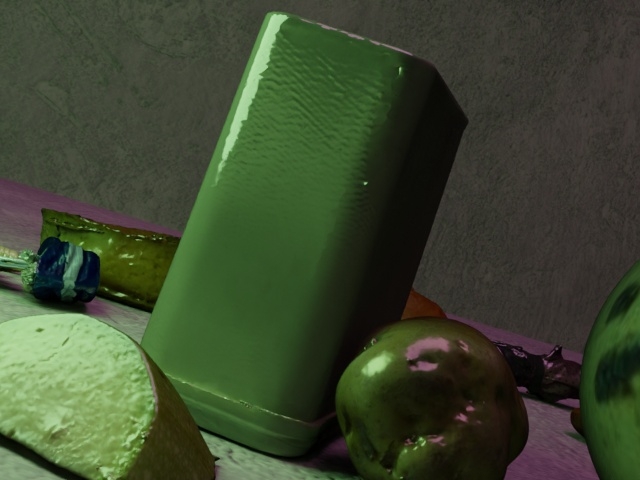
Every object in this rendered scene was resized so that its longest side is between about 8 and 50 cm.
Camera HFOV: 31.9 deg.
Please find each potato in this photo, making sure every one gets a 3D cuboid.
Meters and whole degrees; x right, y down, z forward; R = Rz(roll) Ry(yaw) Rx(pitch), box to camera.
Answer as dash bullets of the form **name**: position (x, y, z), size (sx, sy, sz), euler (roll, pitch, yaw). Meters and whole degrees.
- **potato**: position (0.092, 0.138, 0.921), size (0.137, 0.154, 0.200), euler (-7, 4, 22)

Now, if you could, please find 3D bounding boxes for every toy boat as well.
- **toy boat**: position (-0.402, 0.011, 1.291), size (0.291, 0.066, 0.220), euler (15, 3, -16)

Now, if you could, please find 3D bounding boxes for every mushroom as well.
- **mushroom**: position (0.407, 0.253, 1.637), size (0.088, 0.072, 0.129), euler (5, 36, 1)

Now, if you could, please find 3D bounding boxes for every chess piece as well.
- **chess piece**: position (-0.403, 0.021, 1.406), size (0.092, 0.035, 0.035), euler (22, 0, -25)

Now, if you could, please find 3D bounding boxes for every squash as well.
- **squash**: position (-0.145, 0.096, 0.761), size (0.192, 0.085, 0.184), euler (21, 3, 25)

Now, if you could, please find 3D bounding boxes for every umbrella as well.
- **umbrella**: position (0.382, 0.235, 1.954), size (0.326, 0.094, 0.090), euler (16, -42, -23)

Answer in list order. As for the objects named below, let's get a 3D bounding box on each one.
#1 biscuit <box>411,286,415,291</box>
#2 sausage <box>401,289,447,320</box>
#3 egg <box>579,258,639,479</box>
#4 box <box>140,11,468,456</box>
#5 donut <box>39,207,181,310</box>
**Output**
- **biscuit**: position (0.048, 0.097, 1.787), size (0.220, 0.033, 0.219), euler (2, -37, 1)
- **sausage**: position (0.073, 0.119, 1.689), size (0.259, 0.133, 0.133), euler (16, 2, -12)
- **egg**: position (0.383, 0.133, 0.889), size (0.345, 0.344, 0.428), euler (18, -11, -13)
- **box**: position (0.000, 0.000, 1.057), size (0.178, 0.343, 0.352), euler (21, 2, 14)
- **donut**: position (-0.262, 0.030, 1.542), size (0.272, 0.107, 0.272), euler (14, -2, 0)
